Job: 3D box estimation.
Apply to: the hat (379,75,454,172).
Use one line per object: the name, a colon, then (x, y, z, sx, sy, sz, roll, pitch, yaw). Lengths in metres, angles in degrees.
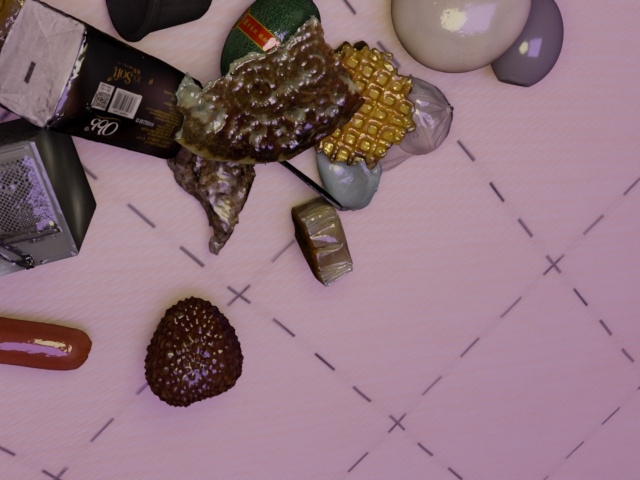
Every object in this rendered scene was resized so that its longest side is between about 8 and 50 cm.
hat: (0.210, -0.281, 1.559, 0.226, 0.164, 0.219, -42, 118, -24)

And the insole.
insole: (-0.069, -0.170, 1.483, 0.309, 0.110, 0.012, 35, 102, -14)

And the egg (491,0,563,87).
egg: (0.523, -0.510, 1.553, 0.176, 0.176, 0.231, 4, 106, -20)

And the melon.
melon: (-0.105, -0.442, 1.365, 0.182, 0.182, 0.287, 38, 95, -26)

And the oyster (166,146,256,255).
oyster: (-0.246, -0.173, 1.463, 0.204, 0.111, 0.396, -26, 112, -12)

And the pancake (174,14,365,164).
pancake: (-0.114, -0.295, 1.329, 0.427, 0.067, 0.304, -27, 135, -7)

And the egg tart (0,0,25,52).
egg tart: (-0.701, -0.494, 1.179, 0.288, 0.118, 0.288, -6, 113, -15)

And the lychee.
lychee: (-0.318, 0.273, 1.539, 0.272, 0.271, 0.271, -6, 111, -16)

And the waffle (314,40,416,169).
waffle: (0.078, -0.335, 1.483, 0.330, 0.062, 0.329, 0, 89, -2)

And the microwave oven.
microwave oven: (-0.708, -0.068, 1.202, 0.432, 0.374, 0.236, -16, 115, -7)

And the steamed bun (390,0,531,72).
steamed bun: (0.322, -0.549, 1.406, 0.325, 0.206, 0.324, 0, 96, 4)

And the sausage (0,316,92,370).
sausage: (-0.686, 0.249, 1.469, 0.259, 0.113, 0.113, 12, 105, -22)

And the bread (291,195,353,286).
bread: (-0.001, 0.000, 1.552, 0.110, 0.210, 0.192, -19, 114, -5)

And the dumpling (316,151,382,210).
dumpling: (0.069, -0.176, 1.565, 0.149, 0.105, 0.216, -29, 113, -5)

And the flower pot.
flower pot: (-0.319, -0.537, 1.242, 0.166, 0.269, 0.268, -11, 114, -36)

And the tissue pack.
tissue pack: (-0.421, -0.294, 1.199, 0.210, 0.198, 0.370, -59, 160, 9)
